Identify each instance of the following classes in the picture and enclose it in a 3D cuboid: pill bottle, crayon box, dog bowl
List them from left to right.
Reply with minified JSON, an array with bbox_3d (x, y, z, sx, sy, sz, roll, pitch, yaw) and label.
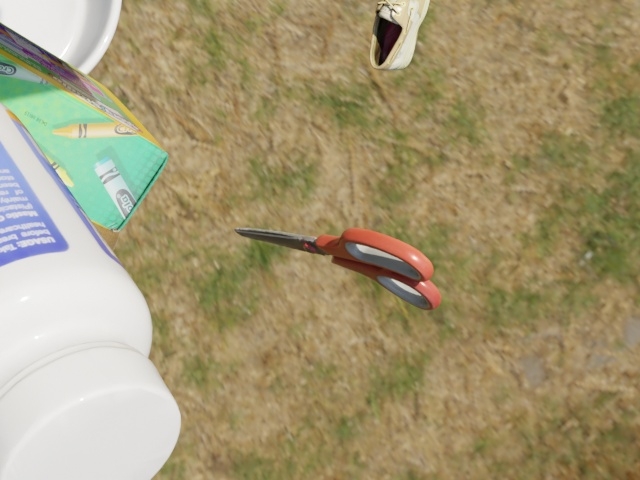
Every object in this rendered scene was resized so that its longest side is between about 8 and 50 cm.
[{"bbox_3d":[-0.268,-0.125,0.995,0.278,0.165,0.081,30,98,-36],"label":"crayon box"},{"bbox_3d":[-0.353,-0.271,1.372,0.265,0.104,0.265,-1,92,-28],"label":"dog bowl"},{"bbox_3d":[-0.197,0.039,0.787,0.152,0.272,0.152,-24,141,-21],"label":"pill bottle"}]

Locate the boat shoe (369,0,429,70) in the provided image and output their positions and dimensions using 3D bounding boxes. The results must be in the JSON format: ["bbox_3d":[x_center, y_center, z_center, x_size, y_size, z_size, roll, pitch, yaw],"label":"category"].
[{"bbox_3d":[0.083,-0.245,1.386,0.045,0.050,0.135,-22,128,-45],"label":"boat shoe"}]

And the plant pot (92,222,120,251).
[{"bbox_3d":[-0.441,-0.061,1.756,0.254,0.237,0.237,-8,118,-42],"label":"plant pot"}]

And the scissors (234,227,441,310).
[{"bbox_3d":[0.000,0.000,1.273,0.021,0.297,0.109,-55,140,-16],"label":"scissors"}]
